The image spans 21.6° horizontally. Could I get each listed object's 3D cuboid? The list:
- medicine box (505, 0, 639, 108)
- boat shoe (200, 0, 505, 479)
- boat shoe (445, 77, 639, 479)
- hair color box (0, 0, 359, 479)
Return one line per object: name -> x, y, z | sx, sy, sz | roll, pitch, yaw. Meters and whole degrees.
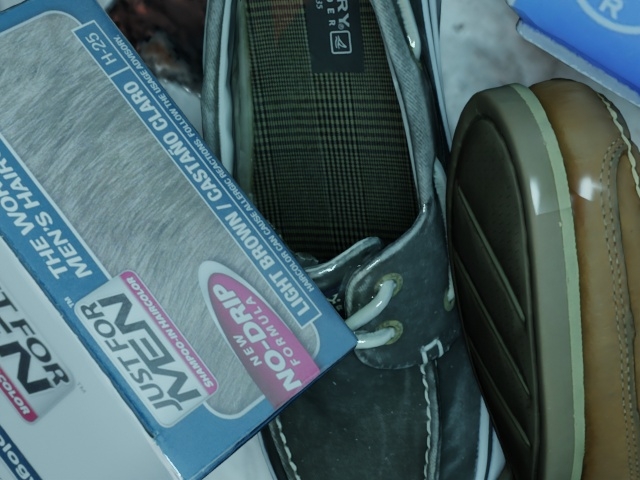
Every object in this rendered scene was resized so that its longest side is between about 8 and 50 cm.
medicine box -> 0.249, -0.136, 0.525 | 0.263, 0.149, 0.289 | 33, 114, 9
boat shoe -> 0.000, 0.000, 0.671 | 0.121, 0.119, 0.335 | -5, 103, 21
boat shoe -> 0.116, 0.061, 0.623 | 0.104, 0.111, 0.307 | -14, 131, -3
hair color box -> -0.153, 0.067, 0.690 | 0.174, 0.105, 0.347 | 52, 137, 2
